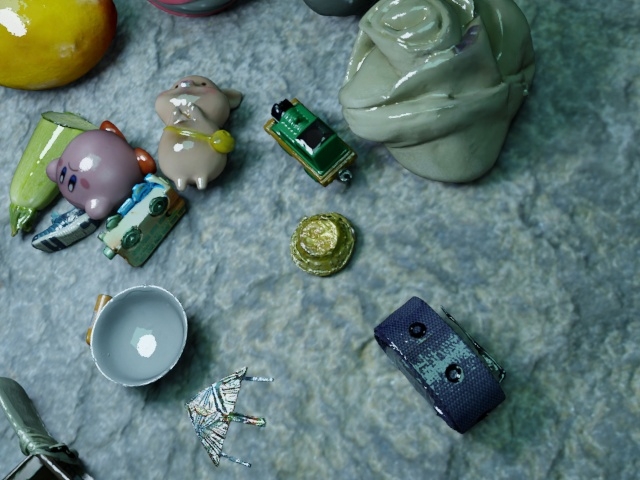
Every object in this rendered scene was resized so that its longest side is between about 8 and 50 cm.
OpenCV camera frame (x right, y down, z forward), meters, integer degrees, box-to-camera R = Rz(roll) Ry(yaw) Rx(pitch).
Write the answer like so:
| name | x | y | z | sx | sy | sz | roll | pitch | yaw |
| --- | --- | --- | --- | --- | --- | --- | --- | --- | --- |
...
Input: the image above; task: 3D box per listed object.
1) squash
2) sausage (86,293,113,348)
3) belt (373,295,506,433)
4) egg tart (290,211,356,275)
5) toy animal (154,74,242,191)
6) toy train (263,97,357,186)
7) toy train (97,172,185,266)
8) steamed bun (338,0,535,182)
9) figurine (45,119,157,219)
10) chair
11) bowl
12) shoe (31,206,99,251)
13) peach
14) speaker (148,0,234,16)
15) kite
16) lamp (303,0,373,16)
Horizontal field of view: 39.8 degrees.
| name | x | y | z | sx | sy | sz | roll | pitch | yaw |
| --- | --- | --- | --- | --- | --- | --- | --- | --- | --- |
| squash | -0.573 | -0.149 | 1.799 | 0.137 | 0.137 | 0.287 | 34 | 83 | 24 |
| sausage | -0.424 | 0.157 | 1.687 | 0.031 | 0.031 | 0.107 | 7 | 72 | 18 |
| belt | 0.200 | 0.196 | 1.450 | 0.126 | 0.140 | 0.230 | -38 | 62 | -8 |
| egg tart | 0.000 | 0.000 | 1.624 | 0.130 | 0.052 | 0.130 | -6 | 69 | 15 |
| toy animal | -0.244 | -0.210 | 1.726 | 0.165 | 0.149 | 0.248 | 3 | 61 | -1 |
| toy train | -0.023 | -0.194 | 1.661 | 0.091 | 0.136 | 0.228 | -42 | 67 | -5 |
| toy train | -0.346 | -0.036 | 1.706 | 0.072 | 0.099 | 0.188 | 34 | 81 | 27 |
| steamed bun | 0.205 | -0.323 | 1.588 | 0.342 | 0.255 | 0.368 | 23 | 75 | 24 |
| figurine | -0.432 | -0.134 | 1.727 | 0.173 | 0.173 | 0.173 | -5 | 68 | 13 |
| chair | -0.510 | 0.411 | 1.539 | 0.319 | 0.160 | 0.186 | 38 | 81 | 22 |
| bowl | -0.315 | 0.182 | 1.617 | 0.189 | 0.086 | 0.189 | -5 | 69 | 13 |
| shoe | -0.516 | -0.028 | 1.768 | 0.143 | 0.064 | 0.071 | -30 | 65 | -1 |
| peach | -0.595 | -0.447 | 1.852 | 0.307 | 0.289 | 0.289 | 15 | 69 | -21 |
| speaker | -0.262 | -0.603 | 1.808 | 0.294 | 0.294 | 0.294 | -5 | 68 | 13 |
| kite | -0.172 | 0.307 | 1.569 | 0.160 | 0.010 | 0.183 | 9 | 71 | 18 |
| lamp | 0.090 | -0.556 | 1.787 | 0.313 | 0.182 | 0.182 | -24 | 60 | -30 |
